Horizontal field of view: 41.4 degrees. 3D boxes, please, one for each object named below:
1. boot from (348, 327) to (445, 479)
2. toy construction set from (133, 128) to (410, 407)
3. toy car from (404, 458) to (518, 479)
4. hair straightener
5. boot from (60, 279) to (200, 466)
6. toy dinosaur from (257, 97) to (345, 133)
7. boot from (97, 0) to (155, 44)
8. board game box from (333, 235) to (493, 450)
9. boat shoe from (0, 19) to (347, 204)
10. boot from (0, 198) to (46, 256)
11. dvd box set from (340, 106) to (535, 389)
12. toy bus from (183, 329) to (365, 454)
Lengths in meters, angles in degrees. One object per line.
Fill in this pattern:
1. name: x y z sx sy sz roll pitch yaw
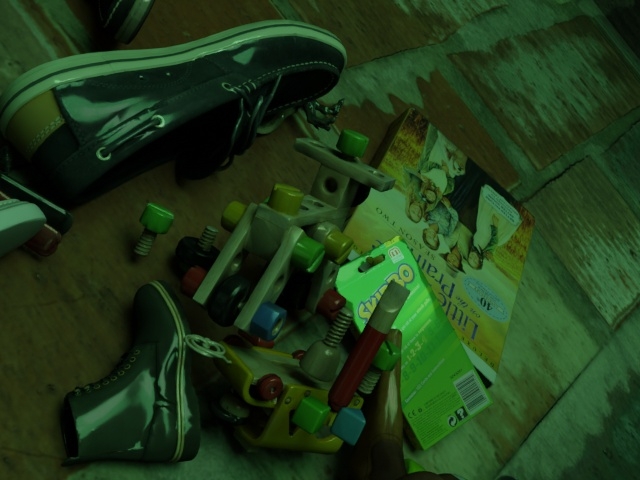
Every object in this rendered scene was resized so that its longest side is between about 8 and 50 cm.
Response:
1. boot: 0.083 0.219 0.917 0.096 0.264 0.280 11 49 0
2. toy construction set: 0.000 0.000 0.938 0.257 0.237 0.309 16 17 -45
3. toy car: 0.185 0.321 0.978 0.155 0.188 0.149 36 42 -15
4. hair straightener: -0.369 -0.073 0.910 0.230 0.047 0.089 32 30 -12
5. boot: -0.205 0.132 0.869 0.137 0.077 0.197 3 57 -34
6. toy dinosaur: -0.027 -0.217 1.307 0.118 0.064 0.268 27 46 -5
7. boot: -0.354 -0.437 1.121 0.284 0.138 0.377 19 45 -33
8. board game box: 0.116 0.132 1.117 0.124 0.039 0.259 -28 92 -23
9. boat shoe: -0.146 -0.161 1.067 0.500 0.187 0.156 -22 79 -42
10. boot: -0.394 -0.017 0.787 0.258 0.095 0.123 -28 81 -44
11. dvd box set: 0.183 -0.001 1.324 0.308 0.062 0.420 41 41 -9
12. toy bus: -0.056 0.178 0.925 0.202 0.104 0.191 26 8 6
